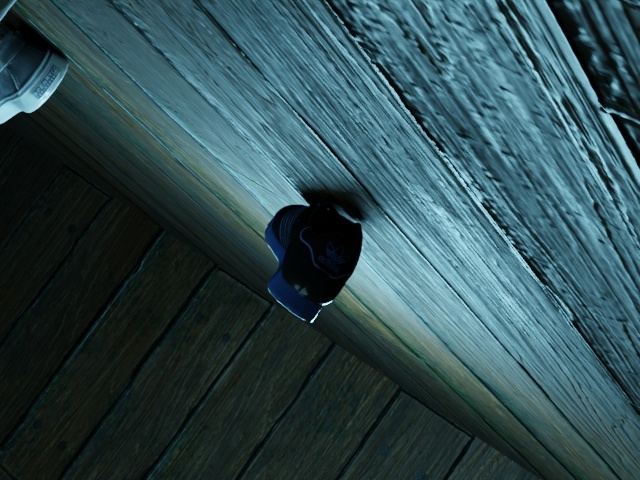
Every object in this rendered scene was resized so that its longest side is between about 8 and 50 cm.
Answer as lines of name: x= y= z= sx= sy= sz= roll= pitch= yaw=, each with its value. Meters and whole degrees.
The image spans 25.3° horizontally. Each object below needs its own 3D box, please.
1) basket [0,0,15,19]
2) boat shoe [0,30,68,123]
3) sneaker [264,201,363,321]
basket: x=-0.495 y=-0.222 z=1.276 sx=0.266 sy=0.328 sz=0.331 roll=44 pitch=171 yaw=-37
boat shoe: x=-0.408 y=-0.217 z=1.809 sx=0.102 sy=0.108 sz=0.301 roll=38 pitch=170 yaw=-20
sneaker: x=0.000 y=0.000 z=1.408 sx=0.081 sy=0.090 sz=0.232 roll=37 pitch=-165 yaw=-15
